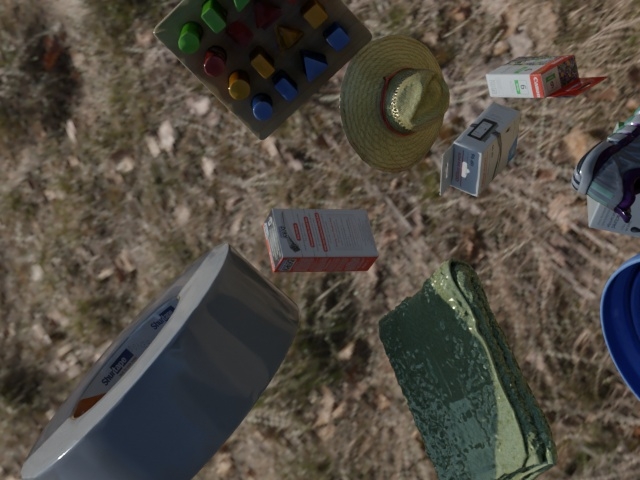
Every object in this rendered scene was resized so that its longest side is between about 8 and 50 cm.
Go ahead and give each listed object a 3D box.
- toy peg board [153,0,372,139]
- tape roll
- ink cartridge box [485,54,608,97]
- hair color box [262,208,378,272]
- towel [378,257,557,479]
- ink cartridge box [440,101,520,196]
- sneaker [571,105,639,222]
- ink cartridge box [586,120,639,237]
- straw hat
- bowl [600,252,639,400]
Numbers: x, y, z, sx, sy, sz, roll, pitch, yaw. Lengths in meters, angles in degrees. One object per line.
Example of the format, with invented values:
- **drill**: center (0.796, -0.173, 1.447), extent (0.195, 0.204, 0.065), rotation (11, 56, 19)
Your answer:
- **toy peg board**: center (-0.056, -0.200, 1.115), extent (0.161, 0.079, 0.160), rotation (-42, 107, 11)
- **tape roll**: center (-0.114, 0.105, 0.804), extent (0.072, 0.219, 0.219), rotation (44, 128, -11)
- **ink cartridge box**: center (0.242, -0.177, 1.205), extent (0.115, 0.063, 0.029), rotation (9, 122, 49)
- **hair color box**: center (0.000, 0.000, 1.798), extent (0.053, 0.167, 0.093), rotation (124, 140, -51)
- **towel**: center (0.093, 0.096, 0.729), extent (0.110, 0.027, 0.148), rotation (-47, 62, 50)
- **ink cartridge box**: center (0.132, -0.071, 0.927), extent (0.028, 0.083, 0.048), rotation (25, 140, 26)
- **sneaker**: center (0.413, -0.111, 1.376), extent (0.098, 0.223, 0.083), rotation (43, 166, 23)
- **ink cartridge box**: center (0.522, -0.077, 1.675), extent (0.208, 0.087, 0.153), rotation (11, 134, 0)
- **straw hat**: center (0.092, -0.138, 1.104), extent (0.061, 0.144, 0.145), rotation (5, 115, 52)
- **bowl**: center (0.577, 0.163, 1.570), extent (0.391, 0.077, 0.391), rotation (38, 150, 26)
